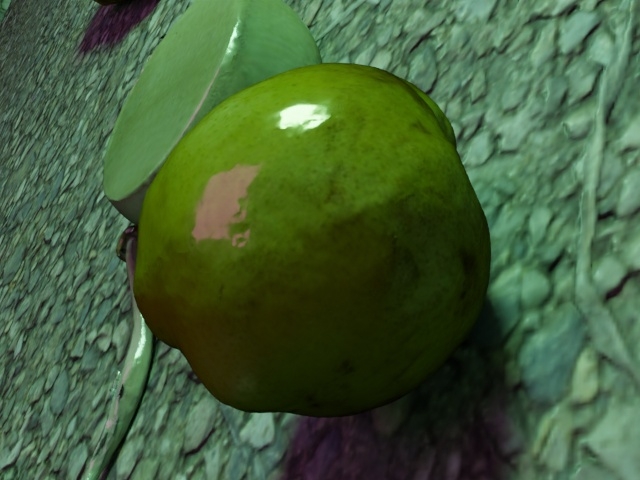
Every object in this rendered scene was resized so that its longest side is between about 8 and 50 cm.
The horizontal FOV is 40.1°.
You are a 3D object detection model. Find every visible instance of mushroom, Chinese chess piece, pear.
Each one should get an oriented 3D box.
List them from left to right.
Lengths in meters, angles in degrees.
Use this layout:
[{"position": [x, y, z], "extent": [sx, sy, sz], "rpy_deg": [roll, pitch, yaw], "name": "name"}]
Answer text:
[{"position": [-0.185, 0.103, 0.832], "extent": [0.068, 0.043, 0.306], "rpy_deg": [123, 154, -45], "name": "mushroom"}, {"position": [-0.105, -0.119, 0.826], "extent": [0.250, 0.101, 0.250], "rpy_deg": [-37, 37, 36], "name": "Chinese chess piece"}, {"position": [0.000, 0.000, 0.481], "extent": [0.200, 0.200, 0.200], "rpy_deg": [-37, 37, 35], "name": "pear"}]

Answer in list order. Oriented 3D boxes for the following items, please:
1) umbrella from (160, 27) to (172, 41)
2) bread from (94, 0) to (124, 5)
[{"position": [-0.195, -0.283, 1.190], "extent": [0.083, 0.020, 0.031], "rpy_deg": [-8, 58, 61], "name": "umbrella"}, {"position": [-0.334, -0.507, 1.455], "extent": [0.344, 0.148, 0.195], "rpy_deg": [9, 75, 59], "name": "bread"}]
